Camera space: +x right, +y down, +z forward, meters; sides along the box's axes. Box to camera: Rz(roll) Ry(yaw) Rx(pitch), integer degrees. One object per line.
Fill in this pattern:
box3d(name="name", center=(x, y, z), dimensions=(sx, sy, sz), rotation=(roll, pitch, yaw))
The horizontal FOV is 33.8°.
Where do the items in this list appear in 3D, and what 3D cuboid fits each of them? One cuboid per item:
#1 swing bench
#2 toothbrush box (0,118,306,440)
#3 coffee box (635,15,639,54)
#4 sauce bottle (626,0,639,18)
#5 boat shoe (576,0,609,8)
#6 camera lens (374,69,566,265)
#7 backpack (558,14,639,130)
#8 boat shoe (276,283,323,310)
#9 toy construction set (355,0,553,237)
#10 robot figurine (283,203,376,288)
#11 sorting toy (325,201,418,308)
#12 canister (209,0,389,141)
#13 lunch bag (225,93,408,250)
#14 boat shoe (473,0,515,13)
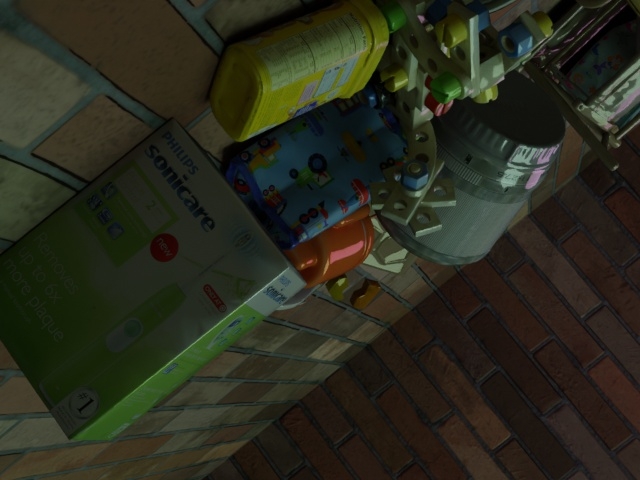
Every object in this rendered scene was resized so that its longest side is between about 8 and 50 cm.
box3d(name="swing bench", center=(0.492, -0.303, 1.739), dimensions=(0.253, 0.255, 0.165), rotation=(-43, -177, 26))
box3d(name="toothbrush box", center=(-0.192, 0.047, 1.118), dimensions=(0.283, 0.206, 0.122), rotation=(-38, 166, -1))
box3d(name="coffee box", center=(0.715, -0.381, 1.842), dimensions=(0.297, 0.168, 0.119), rotation=(-2, -166, 3))
box3d(name="sauce bottle", center=(0.426, -0.376, 1.379), dimensions=(0.111, 0.111, 0.344), rotation=(-42, 146, 16))
box3d(name="boat shoe", center=(0.485, -0.448, 1.524), dimensions=(0.285, 0.103, 0.092), rotation=(-43, 172, 35))
box3d(name="camera lens", center=(0.220, -0.113, 1.622), dimensions=(0.219, 0.219, 0.274), rotation=(-25, 154, -45))
box3d(name="backpack", center=(0.594, -0.327, 2.051), dimensions=(0.253, 0.191, 0.225), rotation=(-21, 160, -38))
box3d(name="boat shoe", center=(-0.053, 0.090, 1.919), dimensions=(0.070, 0.078, 0.219), rotation=(-49, 165, 33))
box3d(name="toy construction set", center=(0.129, -0.169, 1.194), dimensions=(0.151, 0.215, 0.328), rotation=(-26, 148, -33))
box3d(name="robot figurine", center=(-0.002, 0.001, 1.653), dimensions=(0.219, 0.128, 0.158), rotation=(-21, 128, -51))
box3d(name="sorting toy", center=(0.101, -0.005, 1.895), dimensions=(0.229, 0.041, 0.307), rotation=(14, 125, -37))
box3d(name="canister", center=(-0.024, -0.180, 1.100), dimensions=(0.170, 0.073, 0.126), rotation=(-29, 164, -31))
box3d(name="lunch bag", center=(-0.031, -0.066, 1.416), dimensions=(0.221, 0.138, 0.293), rotation=(-34, 179, -23))
box3d(name="boat shoe", center=(0.275, -0.364, 1.197), dimensions=(0.302, 0.114, 0.091), rotation=(-41, 161, 12))
